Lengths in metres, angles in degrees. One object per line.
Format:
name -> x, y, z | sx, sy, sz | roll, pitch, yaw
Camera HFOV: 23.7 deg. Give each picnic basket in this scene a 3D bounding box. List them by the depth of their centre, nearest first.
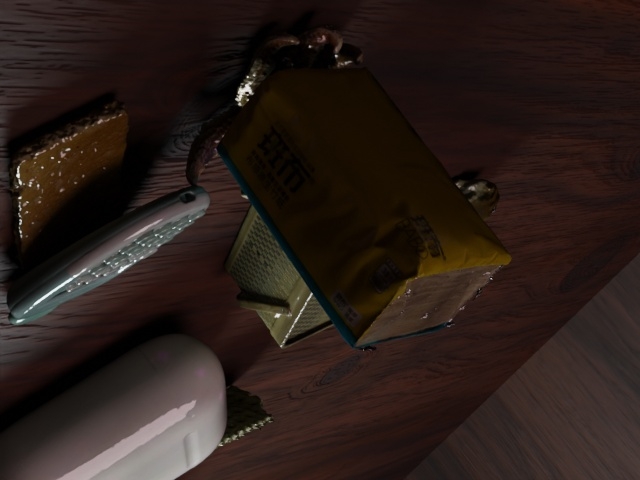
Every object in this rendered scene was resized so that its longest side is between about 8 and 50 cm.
picnic basket -> 0.000, 0.000, 1.926 | 0.165, 0.139, 0.267 | -24, 157, -35

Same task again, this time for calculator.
calculator -> -0.234, 0.018, 1.619 | 0.295, 0.042, 0.184 | -31, 177, 36

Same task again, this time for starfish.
starfish -> -0.057, -0.139, 1.637 | 0.216, 0.071, 0.238 | -21, 145, -27

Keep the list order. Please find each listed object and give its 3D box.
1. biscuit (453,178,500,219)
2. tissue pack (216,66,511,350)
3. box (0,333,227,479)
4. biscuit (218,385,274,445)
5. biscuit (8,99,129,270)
biscuit -> 0.132, -0.006, 2.244 | 0.335, 0.078, 0.329 | -29, 162, -15
tissue pack -> 0.045, -0.041, 1.553 | 0.192, 0.271, 0.134 | -8, 146, -53
box -> -0.283, 0.272, 2.045 | 0.349, 0.141, 0.289 | -31, 159, -16
biscuit -> -0.158, 0.271, 2.289 | 0.203, 0.144, 0.016 | -21, 115, -42
biscuit -> -0.252, -0.053, 1.534 | 0.131, 0.025, 0.231 | -28, 160, -23
